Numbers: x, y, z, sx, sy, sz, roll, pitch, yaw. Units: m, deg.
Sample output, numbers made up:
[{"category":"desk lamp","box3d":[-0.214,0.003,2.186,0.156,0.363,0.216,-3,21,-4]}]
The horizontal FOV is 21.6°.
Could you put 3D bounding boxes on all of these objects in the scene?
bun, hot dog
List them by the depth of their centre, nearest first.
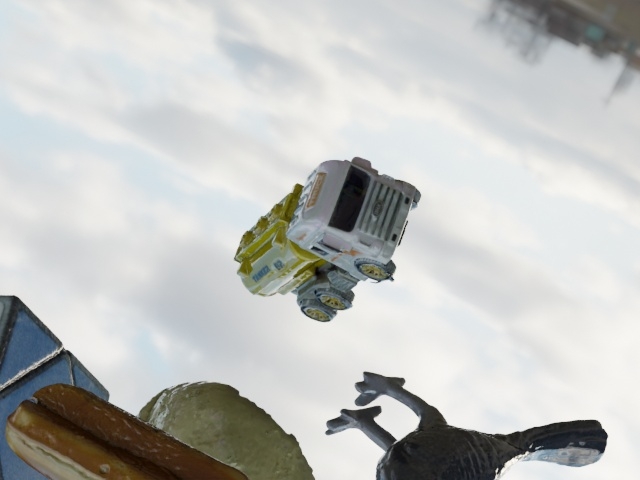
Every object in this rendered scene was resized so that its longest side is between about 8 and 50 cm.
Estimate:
[{"category":"hot dog","box3d":[-0.141,0.182,1.295,0.236,0.062,0.092,26,-148,27]},{"category":"bun","box3d":[-0.125,0.285,1.787,0.259,0.259,0.152,30,-137,19]}]

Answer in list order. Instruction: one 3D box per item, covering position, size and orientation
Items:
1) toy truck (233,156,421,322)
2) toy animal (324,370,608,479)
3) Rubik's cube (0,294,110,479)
[{"category":"toy truck","box3d":[0.000,0.000,1.589,0.114,0.098,0.227,26,155,-13]},{"category":"toy animal","box3d":[0.108,0.197,1.561,0.206,0.081,0.367,30,-155,24]},{"category":"Rubik's cube","box3d":[-0.336,0.179,1.495,0.207,0.205,0.205,2,151,21]}]
